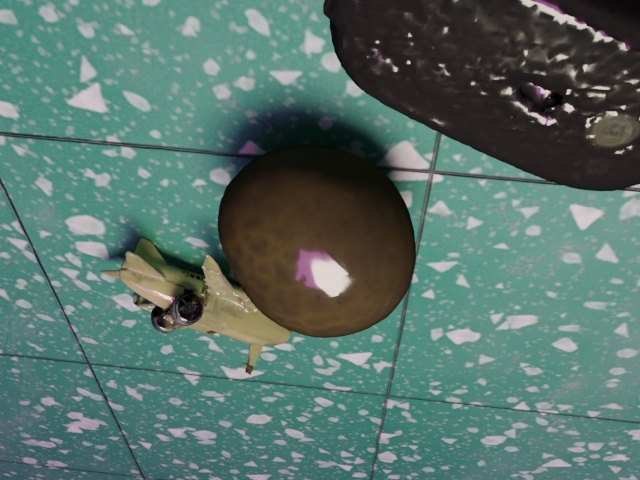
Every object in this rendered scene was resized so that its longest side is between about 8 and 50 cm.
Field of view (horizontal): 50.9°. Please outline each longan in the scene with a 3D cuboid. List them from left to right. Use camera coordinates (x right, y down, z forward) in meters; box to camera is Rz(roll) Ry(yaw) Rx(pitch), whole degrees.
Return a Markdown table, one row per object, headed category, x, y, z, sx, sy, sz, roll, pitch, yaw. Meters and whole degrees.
| category | x | y | z | sx | sy | sz | roll | pitch | yaw |
| --- | --- | --- | --- | --- | --- | --- | --- | --- | --- |
| longan | 0.000 | 0.000 | 0.676 | 0.198 | 0.198 | 0.212 | -16 | 119 | 26 |

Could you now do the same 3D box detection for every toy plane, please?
| category | x | y | z | sx | sy | sz | roll | pitch | yaw |
| --- | --- | --- | --- | --- | --- | --- | --- | --- | --- |
| toy plane | -0.149 | 0.082 | 0.869 | 0.256 | 0.104 | 0.242 | 35 | 148 | -19 |

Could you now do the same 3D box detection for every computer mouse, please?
| category | x | y | z | sx | sy | sz | roll | pitch | yaw |
| --- | --- | --- | --- | --- | --- | --- | --- | --- | --- |
| computer mouse | 0.160 | -0.150 | 0.524 | 0.323 | 0.116 | 0.183 | 23 | 140 | -7 |
